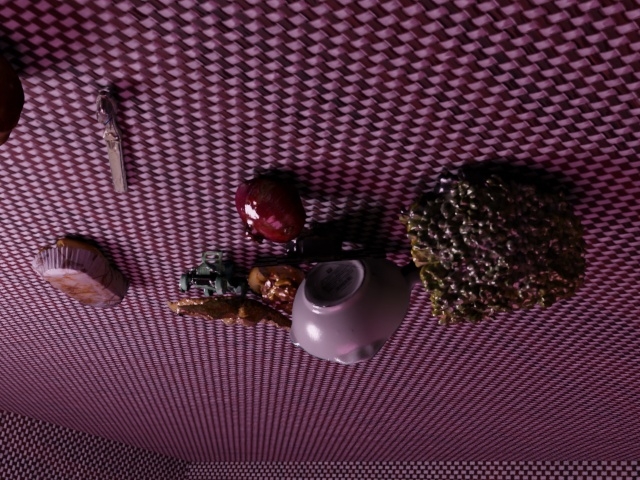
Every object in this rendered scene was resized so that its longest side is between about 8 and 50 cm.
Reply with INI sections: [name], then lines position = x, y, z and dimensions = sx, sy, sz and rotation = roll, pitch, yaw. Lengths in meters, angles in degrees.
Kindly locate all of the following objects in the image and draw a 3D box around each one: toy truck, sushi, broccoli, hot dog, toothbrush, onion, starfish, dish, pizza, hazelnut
[toy truck]
position = -0.181, 0.058, 1.529
dimensions = 0.080, 0.077, 0.154
rotation = 3, 174, 14
[sushi]
position = 0.000, 0.000, 1.292
dimensions = 0.192, 0.050, 0.215
rotation = -4, -177, 1
[broccoli]
position = 0.230, 0.035, 1.175
dimensions = 0.243, 0.180, 0.273
rotation = -2, 156, 21
[hot dog]
position = -0.433, 0.064, 1.623
dimensions = 0.131, 0.069, 0.252
rotation = -6, 158, 9
[toothbrush]
position = -0.275, -0.123, 1.176
dimensions = 0.026, 0.028, 0.294
rotation = 11, 162, -4
[onion]
position = -0.070, -0.039, 1.217
dimensions = 0.107, 0.097, 0.107
rotation = 27, 162, 10
[starfish]
position = -0.164, 0.128, 1.616
dimensions = 0.299, 0.060, 0.302
rotation = 12, 175, 8
[dish]
position = 0.048, 0.076, 1.356
dimensions = 0.246, 0.224, 0.078
rotation = -27, 131, 4
[pizza]
position = -0.059, 0.098, 1.581
dimensions = 0.127, 0.058, 0.246
rotation = 2, 159, 14
[hazelnut]
position = -0.413, -0.165, 1.002
dimensions = 0.154, 0.143, 0.143
rotation = -21, 145, 36
